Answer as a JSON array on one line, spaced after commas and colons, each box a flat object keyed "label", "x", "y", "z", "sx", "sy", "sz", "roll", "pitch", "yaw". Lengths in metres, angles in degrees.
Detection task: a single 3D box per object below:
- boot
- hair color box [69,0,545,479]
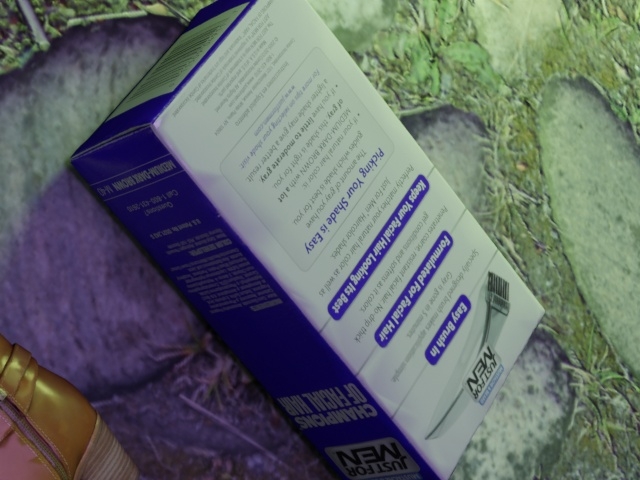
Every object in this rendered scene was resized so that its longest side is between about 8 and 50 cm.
[{"label": "boot", "x": -0.205, "y": 0.156, "z": 1.074, "sx": 0.152, "sy": 0.073, "sz": 0.197, "roll": 50, "pitch": 40, "yaw": -22}, {"label": "hair color box", "x": 0.000, "y": 0.000, "z": 1.267, "sx": 0.339, "sy": 0.110, "sz": 0.185, "roll": 50, "pitch": 51, "yaw": -18}]
